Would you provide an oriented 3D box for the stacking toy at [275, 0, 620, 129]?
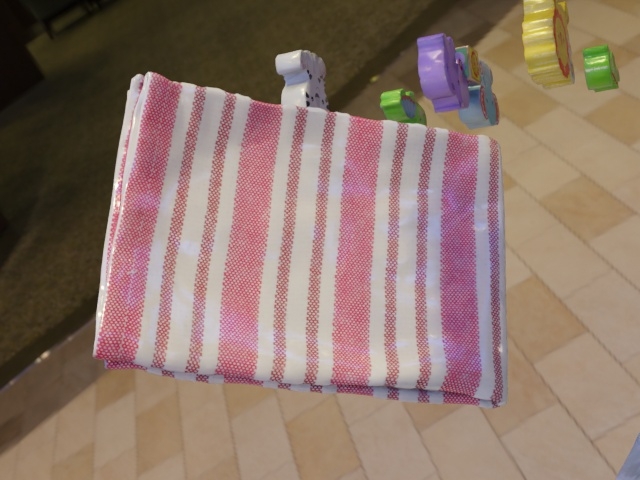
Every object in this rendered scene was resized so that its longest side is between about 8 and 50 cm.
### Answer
[{"bbox_3d":[0.093,-0.096,0.598,0.167,0.052,0.221,-7,-3,26],"label":"stacking toy"}]

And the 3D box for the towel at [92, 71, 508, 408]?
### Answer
[{"bbox_3d":[0.000,0.000,0.439,0.029,0.197,0.144,126,150,-64],"label":"towel"}]

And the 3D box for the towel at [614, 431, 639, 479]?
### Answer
[{"bbox_3d":[0.257,0.101,0.322,0.374,0.090,0.320,-25,16,51],"label":"towel"}]
